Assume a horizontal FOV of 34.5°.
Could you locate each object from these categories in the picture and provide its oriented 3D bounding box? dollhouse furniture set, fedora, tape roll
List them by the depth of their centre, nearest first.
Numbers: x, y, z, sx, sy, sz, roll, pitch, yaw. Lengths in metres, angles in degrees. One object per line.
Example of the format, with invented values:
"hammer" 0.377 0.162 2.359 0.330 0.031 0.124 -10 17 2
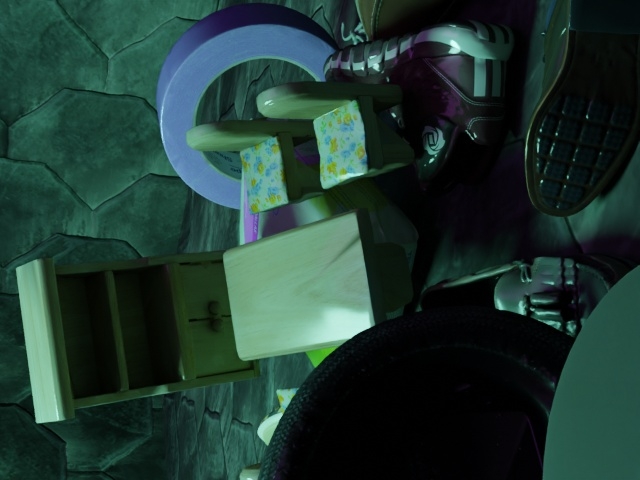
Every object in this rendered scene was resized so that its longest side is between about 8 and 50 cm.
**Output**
"fedora" 0.110 0.223 0.760 0.152 0.334 0.333 57 -152 -64
"dollhouse furniture set" -0.100 0.067 1.037 0.394 0.257 0.361 -16 81 51
"tape roll" -0.085 -0.181 1.419 0.090 0.275 0.274 -111 29 -57

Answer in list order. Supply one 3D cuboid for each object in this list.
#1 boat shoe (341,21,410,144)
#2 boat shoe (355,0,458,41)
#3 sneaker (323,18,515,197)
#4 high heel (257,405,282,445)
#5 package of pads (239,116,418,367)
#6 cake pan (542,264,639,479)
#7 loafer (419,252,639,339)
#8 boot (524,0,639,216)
"boat shoe" 0.071 -0.223 1.235 0.095 0.079 0.254 177 96 -74
"boat shoe" 0.117 -0.300 1.028 0.324 0.123 0.116 111 155 -50
"sneaker" 0.089 -0.123 1.057 0.281 0.107 0.162 -1 91 63
"high heel" 0.005 0.214 1.282 0.186 0.093 0.261 -40 -10 -42
"package of pads" 0.000 0.000 1.246 0.296 0.101 0.229 53 147 41
"cake pan" 0.202 0.129 0.519 0.293 0.054 0.293 -172 90 -71
"loafer" 0.162 0.059 0.833 0.267 0.084 0.096 163 111 -73
"boot" 0.207 -0.131 0.792 0.106 0.082 0.219 -70 -9 -58
